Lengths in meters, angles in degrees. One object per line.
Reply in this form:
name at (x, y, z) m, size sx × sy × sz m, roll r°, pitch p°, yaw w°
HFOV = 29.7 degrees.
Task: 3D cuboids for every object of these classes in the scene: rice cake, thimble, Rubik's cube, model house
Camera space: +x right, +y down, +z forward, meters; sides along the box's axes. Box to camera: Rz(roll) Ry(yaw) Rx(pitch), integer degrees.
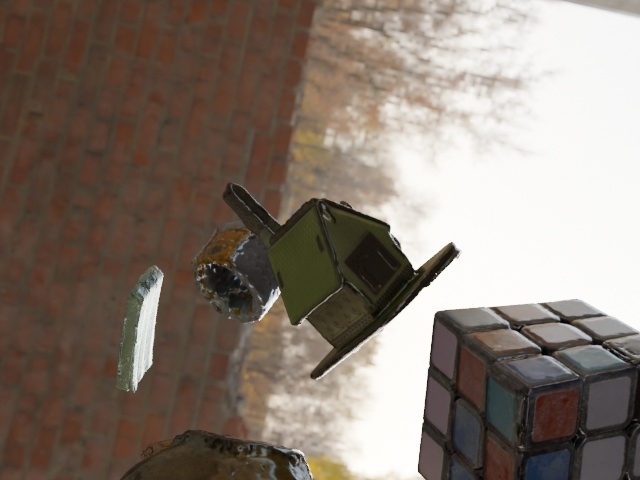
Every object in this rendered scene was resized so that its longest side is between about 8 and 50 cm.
rice cake at (-0.310, 0.150, 2.074) m, size 0.124 × 0.038 × 0.211 m, roll -66°, pitch 169°, yaw -64°
thimble at (-0.131, 0.049, 2.031) m, size 0.151 × 0.127 × 0.118 m, roll 59°, pitch 44°, yaw -28°
Rubik's cube at (0.407, 0.329, 2.186) m, size 0.359 × 0.363 × 0.362 m, roll -137°, pitch -135°, yaw -61°
model house at (0.000, 0.000, 1.562) m, size 0.218 × 0.279 × 0.205 m, roll -41°, pitch -179°, yaw 41°

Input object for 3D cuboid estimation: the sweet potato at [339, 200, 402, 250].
sweet potato at (0.082, -0.004, 1.950) m, size 0.206 × 0.060 × 0.068 m, roll 44°, pitch 61°, yaw -45°

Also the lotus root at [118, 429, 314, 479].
lotus root at (-0.107, 0.308, 1.148) m, size 0.260 × 0.267 × 0.149 m, roll -67°, pitch 163°, yaw -5°

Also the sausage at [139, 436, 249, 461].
sausage at (-0.166, 0.382, 2.059) m, size 0.103 × 0.302 × 0.076 m, roll -58°, pitch -139°, yaw 21°
